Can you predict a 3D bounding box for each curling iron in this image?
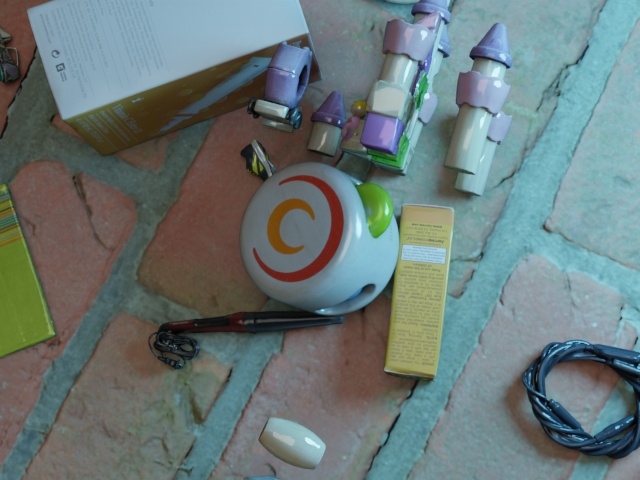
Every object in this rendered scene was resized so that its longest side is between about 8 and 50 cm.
[{"bbox_3d":[-0.103,0.128,1.782,0.274,0.035,0.068,-11,83,4],"label":"curling iron"}]

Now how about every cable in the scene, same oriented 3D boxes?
[{"bbox_3d":[0.361,0.212,1.725,0.185,0.047,0.150,10,86,4],"label":"cable"}]

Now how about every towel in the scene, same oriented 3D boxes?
[{"bbox_3d":[-0.459,0.044,1.838,0.102,0.021,0.237,-22,80,7],"label":"towel"}]

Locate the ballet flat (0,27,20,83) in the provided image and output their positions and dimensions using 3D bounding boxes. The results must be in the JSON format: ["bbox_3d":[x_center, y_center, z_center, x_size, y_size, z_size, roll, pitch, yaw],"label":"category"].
[{"bbox_3d":[-0.471,-0.285,1.891,0.041,0.041,0.114,-24,79,1],"label":"ballet flat"}]

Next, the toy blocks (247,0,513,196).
[{"bbox_3d":[0.108,-0.232,1.700,0.309,0.288,0.260,15,88,10],"label":"toy blocks"}]

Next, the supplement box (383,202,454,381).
[{"bbox_3d":[0.135,0.072,1.748,0.080,0.078,0.233,4,80,6],"label":"supplement box"}]

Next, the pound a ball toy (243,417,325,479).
[{"bbox_3d":[-0.032,0.341,1.592,0.136,0.319,0.208,26,83,9],"label":"pound a ball toy"}]

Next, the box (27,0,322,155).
[{"bbox_3d":[-0.192,-0.269,1.769,0.345,0.215,0.168,-20,79,2],"label":"box"}]

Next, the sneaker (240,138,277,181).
[{"bbox_3d":[-0.086,-0.102,1.826,0.035,0.031,0.083,-29,74,13],"label":"sneaker"}]

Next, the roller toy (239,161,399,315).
[{"bbox_3d":[0.000,0.000,1.723,0.209,0.146,0.191,23,90,33],"label":"roller toy"}]

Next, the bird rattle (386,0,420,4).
[{"bbox_3d":[0.111,-0.440,1.821,0.254,0.143,0.206,-7,96,7],"label":"bird rattle"}]
